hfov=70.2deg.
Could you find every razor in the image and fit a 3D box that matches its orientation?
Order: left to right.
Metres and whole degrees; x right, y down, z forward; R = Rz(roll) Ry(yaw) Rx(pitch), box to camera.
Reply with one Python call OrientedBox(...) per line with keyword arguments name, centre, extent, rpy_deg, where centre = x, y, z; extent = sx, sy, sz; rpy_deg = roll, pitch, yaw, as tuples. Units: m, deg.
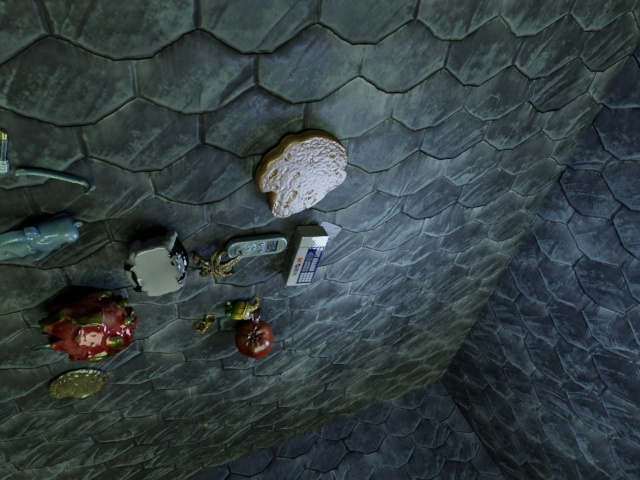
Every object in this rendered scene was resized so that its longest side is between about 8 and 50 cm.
OrientedBox(name="razor", centre=(-0.729, -0.171, 1.255), extent=(0.191, 0.037, 0.068), rpy_deg=(15, 165, -37))

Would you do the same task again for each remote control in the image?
OrientedBox(name="remote control", centre=(-0.247, 0.019, 1.759), extent=(0.244, 0.047, 0.087), rpy_deg=(-7, 132, -27))

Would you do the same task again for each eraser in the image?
OrientedBox(name="eraser", centre=(-0.068, 0.066, 1.891), extent=(0.124, 0.081, 0.279), rpy_deg=(-2, 132, -27))

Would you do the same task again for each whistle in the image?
OrientedBox(name="whistle", centre=(-0.827, -0.003, 1.324), extent=(0.269, 0.093, 0.180), rpy_deg=(-25, 166, -6))
OrientedBox(name="whistle", centre=(-0.505, 0.368, 1.967), extent=(0.057, 0.046, 0.109), rpy_deg=(0, 139, -52))

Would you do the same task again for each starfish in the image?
OrientedBox(name="starfish", centre=(-0.376, 0.089, 1.693), extent=(0.189, 0.074, 0.146), rpy_deg=(-10, 134, 6))

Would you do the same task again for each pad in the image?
OrientedBox(name="pad", centre=(0.000, 0.000, 1.929), extent=(0.116, 0.004, 0.193), rpy_deg=(16, 123, -41))

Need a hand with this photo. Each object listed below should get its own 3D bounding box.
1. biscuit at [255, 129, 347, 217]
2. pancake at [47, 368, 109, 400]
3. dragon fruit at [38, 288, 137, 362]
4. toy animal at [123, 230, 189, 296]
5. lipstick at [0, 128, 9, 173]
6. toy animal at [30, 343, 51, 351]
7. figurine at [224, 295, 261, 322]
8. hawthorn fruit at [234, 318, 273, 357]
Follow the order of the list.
OrientedBox(name="biscuit", centre=(-0.070, -0.235, 1.594), extent=(0.351, 0.057, 0.312), rpy_deg=(-40, 140, 9))
OrientedBox(name="pancake", centre=(-1.006, 0.605, 1.903), extent=(0.212, 0.029, 0.235), rpy_deg=(-38, 141, 7))
OrientedBox(name="dragon fruit", centre=(-0.789, 0.292, 1.562), extent=(0.302, 0.237, 0.231), rpy_deg=(-9, 116, -11))
OrientedBox(name="toy animal", centre=(-0.552, 0.067, 1.529), extent=(0.204, 0.156, 0.208), rpy_deg=(-17, 131, -14))
OrientedBox(name="lipstick", centre=(-0.804, -0.227, 1.150), extent=(0.037, 0.037, 0.116), rpy_deg=(6, 124, -37))
OrientedBox(name="toy animal", centre=(-0.955, 0.386, 1.698), extent=(0.216, 0.041, 0.075), rpy_deg=(6, 130, -31))
OrientedBox(name="figurine", centre=(-0.336, 0.291, 1.975), extent=(0.156, 0.115, 0.095), rpy_deg=(11, 162, -17))
OrientedBox(name="hawthorn fruit", centre=(-0.299, 0.457, 2.100), extent=(0.179, 0.179, 0.200), rpy_deg=(-27, 158, -5))
